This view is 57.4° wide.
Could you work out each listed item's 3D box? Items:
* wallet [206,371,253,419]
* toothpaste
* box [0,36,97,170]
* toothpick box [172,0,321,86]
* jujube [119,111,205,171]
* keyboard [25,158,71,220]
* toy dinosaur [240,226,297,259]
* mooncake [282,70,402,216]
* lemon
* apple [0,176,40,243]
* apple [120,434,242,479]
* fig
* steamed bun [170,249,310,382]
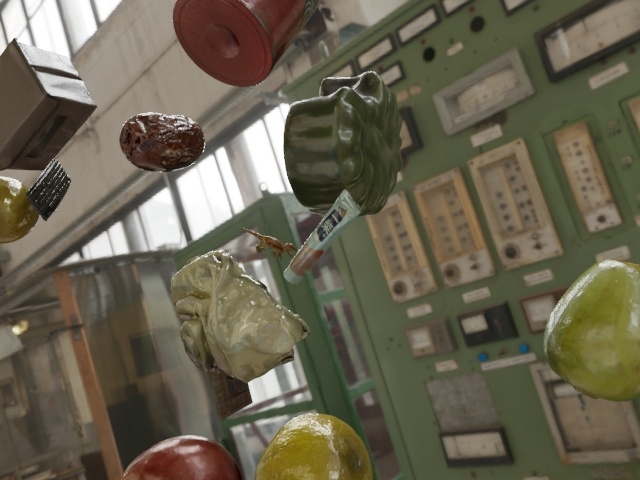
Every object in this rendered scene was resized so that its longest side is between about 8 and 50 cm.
[{"bbox_3d":[-0.283,0.438,1.807,0.124,0.230,0.042,-22,26,-26],"label":"wallet"},{"bbox_3d":[0.000,0.000,1.044,0.036,0.056,0.205,-2,-41,-49],"label":"toothpaste"},{"bbox_3d":[-0.664,-0.296,1.328,0.252,0.188,0.153,-42,-18,22],"label":"box"},{"bbox_3d":[-0.108,-0.476,1.114,0.204,0.204,0.333,-28,28,52],"label":"toothpick box"},{"bbox_3d":[-0.472,-0.290,1.733,0.243,0.183,0.183,-6,-14,-45],"label":"jujube"},{"bbox_3d":[-0.679,-0.132,1.473,0.017,0.087,0.250,-25,28,4],"label":"keyboard"},{"bbox_3d":[-0.146,-0.002,1.621,0.039,0.162,0.126,-51,8,-34],"label":"toy dinosaur"},{"bbox_3d":[0.066,-0.214,1.360,0.187,0.351,0.351,4,2,26],"label":"mooncake"},{"bbox_3d":[-0.014,0.563,1.382,0.297,0.297,0.297,-18,-8,-2],"label":"lemon"},{"bbox_3d":[-0.811,-0.078,1.482,0.182,0.182,0.155,-21,19,21],"label":"apple"},{"bbox_3d":[-0.261,0.481,1.104,0.218,0.218,0.201,-23,-15,35],"label":"apple"},{"bbox_3d":[0.660,0.200,1.332,0.258,0.326,0.258,21,-9,3],"label":"fig"},{"bbox_3d":[-0.226,0.198,1.395,0.237,0.394,0.346,-48,-44,-14],"label":"steamed bun"}]
